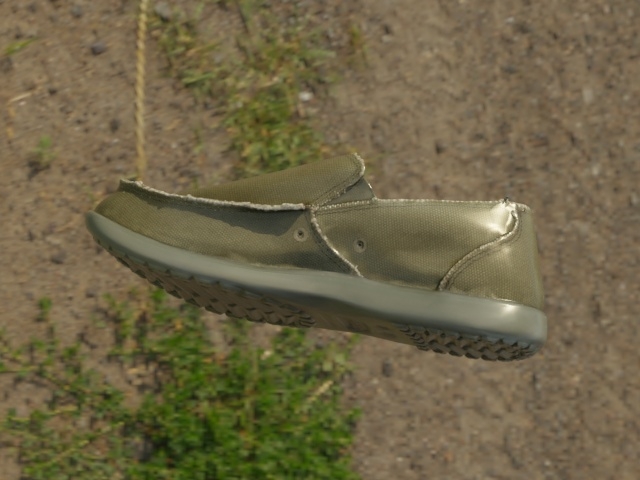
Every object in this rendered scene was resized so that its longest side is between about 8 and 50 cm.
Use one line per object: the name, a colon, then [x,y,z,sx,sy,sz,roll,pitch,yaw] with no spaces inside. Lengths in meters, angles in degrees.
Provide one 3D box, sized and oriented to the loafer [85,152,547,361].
loafer: [0.000,0.000,0.709,0.094,0.251,0.087,65,37,-73]
